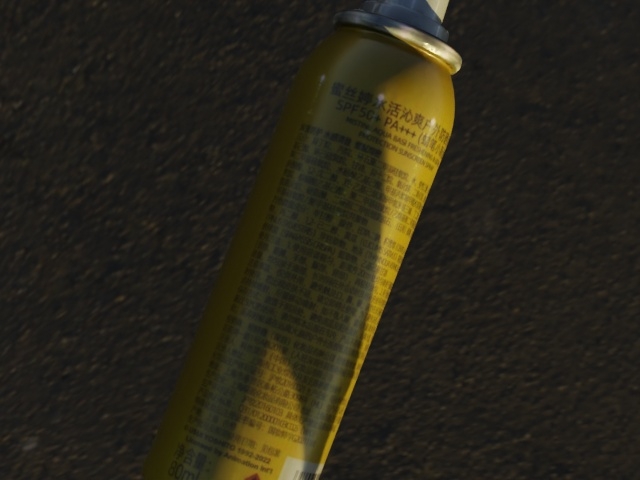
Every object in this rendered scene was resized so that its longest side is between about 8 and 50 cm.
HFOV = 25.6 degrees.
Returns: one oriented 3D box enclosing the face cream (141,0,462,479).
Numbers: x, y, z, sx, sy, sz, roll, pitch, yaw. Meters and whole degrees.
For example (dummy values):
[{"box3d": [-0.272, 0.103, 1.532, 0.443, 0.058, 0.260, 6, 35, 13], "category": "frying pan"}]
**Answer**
[{"box3d": [0.000, 0.000, 0.864, 0.105, 0.105, 0.348, 22, 88, -17], "category": "face cream"}]
